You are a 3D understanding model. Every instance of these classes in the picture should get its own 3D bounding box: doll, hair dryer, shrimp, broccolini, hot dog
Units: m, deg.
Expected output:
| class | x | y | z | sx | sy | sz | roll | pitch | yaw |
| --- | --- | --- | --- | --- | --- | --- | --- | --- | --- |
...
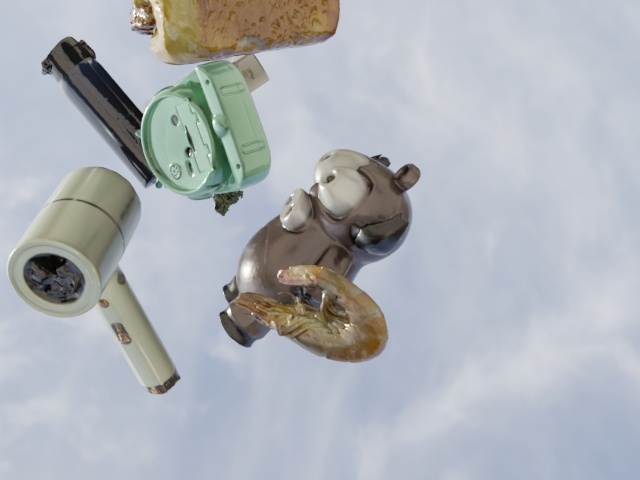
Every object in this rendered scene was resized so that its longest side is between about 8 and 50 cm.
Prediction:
| class | x | y | z | sx | sy | sz | roll | pitch | yaw |
| --- | --- | --- | --- | --- | --- | --- | --- | --- | --- |
| doll | 0.000 | 0.002 | 1.041 | 0.117 | 0.257 | 0.182 | 37 | -159 | -21 |
| hair dryer | -0.288 | 0.093 | 1.397 | 0.128 | 0.362 | 0.203 | -14 | -150 | 17 |
| shrimp | -0.014 | 0.060 | 0.875 | 0.162 | 0.095 | 0.045 | 16 | -127 | 27 |
| broccolini | -0.163 | -0.105 | 1.549 | 0.054 | 0.194 | 0.052 | -42 | -113 | -17 |
| hot dog | -0.158 | -0.391 | 1.599 | 0.223 | 0.185 | 0.405 | 6 | -162 | 37 |

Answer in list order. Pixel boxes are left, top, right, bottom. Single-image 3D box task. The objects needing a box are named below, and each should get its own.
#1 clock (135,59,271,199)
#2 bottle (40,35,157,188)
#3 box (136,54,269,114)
| class | x | y | z | sx | sy | sz | roll | pitch | yaw |
| --- | --- | --- | --- | --- | --- | --- | --- | --- | --- |
| clock | -0.162 | -0.124 | 1.247 | 0.066 | 0.211 | 0.159 | -24 | -86 | -47 |
| bottle | -0.308 | -0.192 | 1.454 | 0.082 | 0.072 | 0.244 | -43 | -87 | -20 |
| box | -0.219 | -0.265 | 1.789 | 0.067 | 0.243 | 0.155 | 57 | 180 | -25 |
